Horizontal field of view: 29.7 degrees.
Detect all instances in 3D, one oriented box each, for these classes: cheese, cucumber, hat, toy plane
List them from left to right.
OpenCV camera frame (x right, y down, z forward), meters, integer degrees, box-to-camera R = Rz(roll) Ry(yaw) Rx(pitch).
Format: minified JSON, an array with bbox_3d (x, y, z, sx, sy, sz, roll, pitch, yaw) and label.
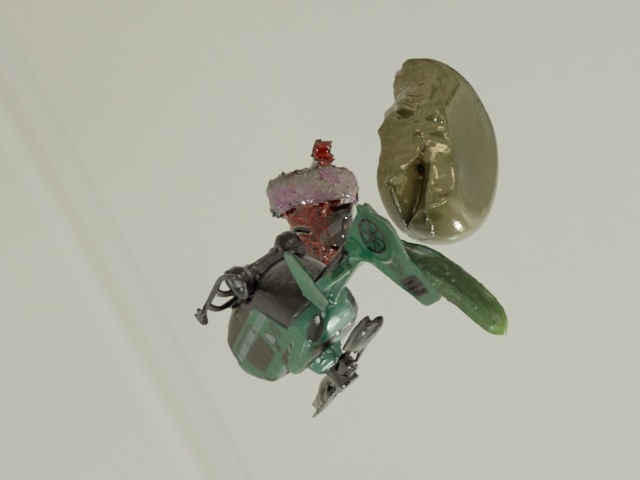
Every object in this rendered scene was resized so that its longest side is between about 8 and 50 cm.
[{"bbox_3d":[-0.006,0.061,1.086,0.106,0.155,0.382,-34,169,-30],"label":"toy plane"},{"bbox_3d":[0.004,-0.001,1.581,0.129,0.227,0.140,2,163,-33],"label":"hat"},{"bbox_3d":[0.125,-0.081,1.286,0.091,0.175,0.202,-11,-137,28],"label":"cheese"},{"bbox_3d":[0.128,0.038,1.197,0.037,0.155,0.037,-52,176,-6],"label":"cucumber"}]
